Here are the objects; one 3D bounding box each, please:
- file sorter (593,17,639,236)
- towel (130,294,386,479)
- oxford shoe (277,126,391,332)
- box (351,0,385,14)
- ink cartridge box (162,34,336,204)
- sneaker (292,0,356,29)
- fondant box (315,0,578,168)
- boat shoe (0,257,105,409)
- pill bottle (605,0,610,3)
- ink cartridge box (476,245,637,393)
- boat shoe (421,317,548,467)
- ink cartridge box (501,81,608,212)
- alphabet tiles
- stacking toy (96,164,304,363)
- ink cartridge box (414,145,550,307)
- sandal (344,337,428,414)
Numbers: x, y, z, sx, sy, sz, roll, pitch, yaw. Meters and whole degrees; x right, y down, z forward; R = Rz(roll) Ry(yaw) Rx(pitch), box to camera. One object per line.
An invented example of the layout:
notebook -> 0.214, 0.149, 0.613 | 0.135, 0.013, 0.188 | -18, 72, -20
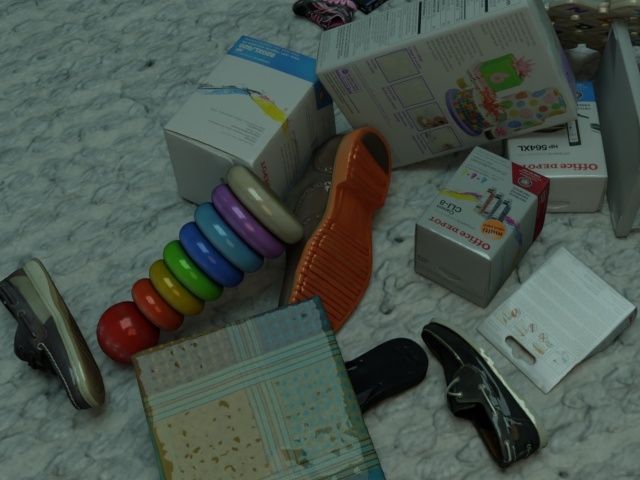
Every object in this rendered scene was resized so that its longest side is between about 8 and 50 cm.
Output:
file sorter -> 0.529, -0.173, 1.552 | 0.173, 0.193, 0.278 | 0, 54, 1
towel -> -0.067, 0.279, 1.291 | 0.271, 0.040, 0.370 | -17, 73, -7
oxford shoe -> 0.000, 0.000, 1.537 | 0.132, 0.130, 0.364 | -6, 53, 42
box -> 0.092, -0.463, 1.909 | 0.083, 0.018, 0.067 | -38, 60, -21
ink cartridge box -> -0.106, -0.170, 1.614 | 0.168, 0.171, 0.233 | 22, 58, 20
sneaker -> 0.004, -0.413, 1.868 | 0.119, 0.047, 0.057 | 6, 66, 11
fondant box -> 0.192, -0.248, 1.539 | 0.330, 0.238, 0.096 | -13, 49, 25
boat shoe -> -0.391, 0.142, 1.458 | 0.092, 0.103, 0.285 | -29, 53, -10
pill bottle -> 0.611, -0.443, 1.787 | 0.208, 0.119, 0.119 | 2, 54, 7
ink cartridge box -> 0.337, 0.116, 1.458 | 0.179, 0.045, 0.145 | -44, 60, -3
boat shoe -> 0.202, 0.198, 1.370 | 0.079, 0.084, 0.233 | -29, 59, -16
ink cartridge box -> 0.364, -0.148, 1.610 | 0.148, 0.086, 0.203 | -1, 53, 4
alphabet tiles -> 0.438, -0.348, 1.647 | 0.278, 0.284, 0.021 | 6, 86, -33
stacking toy -> -0.182, 0.052, 1.445 | 0.330, 0.141, 0.141 | -44, 59, 4
ink cartridge box -> 0.235, -0.020, 1.501 | 0.128, 0.127, 0.176 | 28, 61, 22
sandal -> 0.036, 0.199, 1.382 | 0.254, 0.054, 0.097 | -32, 58, -26
